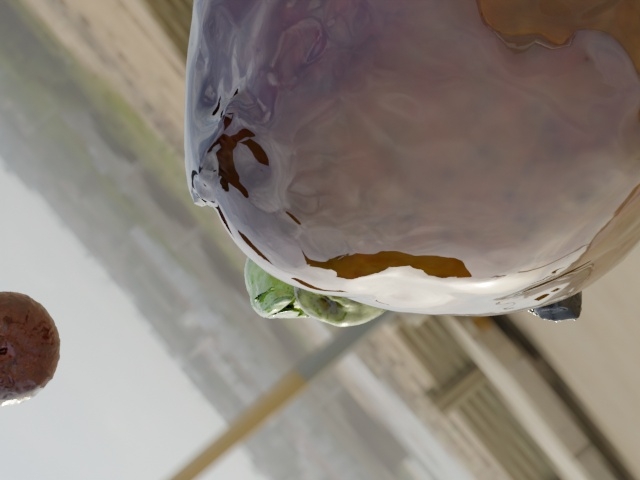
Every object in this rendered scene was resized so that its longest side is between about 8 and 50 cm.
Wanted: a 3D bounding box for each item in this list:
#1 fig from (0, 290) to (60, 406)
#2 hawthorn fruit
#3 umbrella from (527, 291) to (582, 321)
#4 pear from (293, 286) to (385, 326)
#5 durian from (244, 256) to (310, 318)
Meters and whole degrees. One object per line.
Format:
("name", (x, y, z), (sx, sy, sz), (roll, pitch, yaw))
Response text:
("fig", (-0.307, 0.088, 1.707), (0.119, 0.119, 0.153), (52, -164, -30))
("hawthorn fruit", (0.088, -0.097, 0.964), (0.325, 0.308, 0.308), (20, 154, 49))
("umbrella", (0.220, -0.041, 1.697), (0.066, 0.059, 0.235), (3, 95, 61))
("pear", (0.031, 0.015, 1.536), (0.107, 0.131, 0.107), (23, 144, 18))
("durian", (0.000, 0.000, 1.677), (0.101, 0.250, 0.139), (43, 143, 3))
